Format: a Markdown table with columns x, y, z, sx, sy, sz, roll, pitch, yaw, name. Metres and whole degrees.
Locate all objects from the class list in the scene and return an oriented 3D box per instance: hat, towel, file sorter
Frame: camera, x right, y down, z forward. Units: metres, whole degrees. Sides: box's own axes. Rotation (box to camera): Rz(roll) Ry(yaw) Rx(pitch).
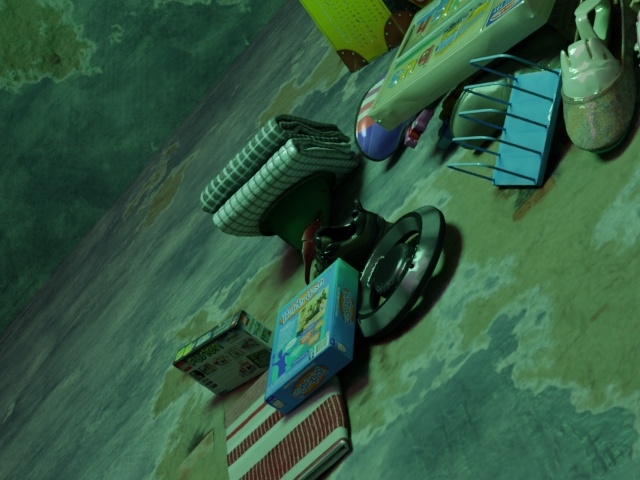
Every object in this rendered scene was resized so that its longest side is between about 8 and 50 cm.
| x | y | z | sx | sy | sz | roll | pitch | yaw | name |
| --- | --- | --- | --- | --- | --- | --- | --- | --- | --- |
| 0.000 | 0.000 | 2.164 | 0.208 | 0.183 | 0.173 | -33 | -19 | -20 | hat |
| -0.076 | -0.126 | 2.212 | 0.235 | 0.121 | 0.284 | -45 | -17 | 21 | towel |
| -0.053 | 0.288 | 1.779 | 0.237 | 0.037 | 0.329 | -45 | 23 | 15 | towel |
| 0.262 | -0.172 | 1.671 | 0.118 | 0.105 | 0.170 | 6 | 83 | 67 | file sorter |

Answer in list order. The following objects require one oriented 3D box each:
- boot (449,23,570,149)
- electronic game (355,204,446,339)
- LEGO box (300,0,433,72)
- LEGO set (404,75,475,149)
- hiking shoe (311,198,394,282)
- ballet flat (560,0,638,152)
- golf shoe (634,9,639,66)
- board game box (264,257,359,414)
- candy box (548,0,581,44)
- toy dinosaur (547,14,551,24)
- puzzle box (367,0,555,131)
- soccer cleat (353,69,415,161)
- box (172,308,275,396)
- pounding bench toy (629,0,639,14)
| x | y | z | sx | sy | sz | roll | pitch | yaw | name |
| --- | --- | --- | --- | --- | --- | --- | --- | --- | --- |
| 0.304 | -0.217 | 1.785 | 0.246 | 0.083 | 0.161 | -50 | 28 | 18 | boot |
| 0.119 | 0.048 | 1.778 | 0.229 | 0.048 | 0.229 | -53 | 18 | 26 | electronic game |
| 0.077 | -0.637 | 2.239 | 0.372 | 0.500 | 0.193 | -43 | 12 | -34 | LEGO box |
| 0.215 | -0.245 | 2.002 | 0.093 | 0.087 | 0.227 | -57 | 13 | 39 | LEGO set |
| 0.020 | 0.030 | 1.931 | 0.227 | 0.114 | 0.086 | -47 | 20 | 14 | hiking shoe |
| 0.379 | -0.254 | 1.609 | 0.108 | 0.106 | 0.316 | -17 | 37 | 31 | ballet flat |
| 0.483 | -0.292 | 1.463 | 0.140 | 0.115 | 0.306 | -27 | 33 | 44 | golf shoe |
| -0.012 | 0.146 | 1.801 | 0.160 | 0.047 | 0.210 | -42 | 24 | 30 | board game box |
| 0.410 | -0.411 | 1.829 | 0.105 | 0.027 | 0.205 | -153 | 75 | -68 | candy box |
| 0.354 | -0.347 | 1.939 | 0.211 | 0.064 | 0.112 | -104 | 38 | -77 | toy dinosaur |
| 0.249 | -0.362 | 1.896 | 0.409 | 0.052 | 0.272 | -32 | 28 | 51 | puzzle box |
| 0.167 | -0.285 | 2.156 | 0.318 | 0.109 | 0.116 | -57 | 16 | -23 | soccer cleat |
| -0.158 | 0.201 | 2.038 | 0.207 | 0.114 | 0.036 | -33 | 27 | 43 | box |
| 0.470 | -0.348 | 1.620 | 0.052 | 0.083 | 0.065 | -60 | 20 | -19 | pounding bench toy |
